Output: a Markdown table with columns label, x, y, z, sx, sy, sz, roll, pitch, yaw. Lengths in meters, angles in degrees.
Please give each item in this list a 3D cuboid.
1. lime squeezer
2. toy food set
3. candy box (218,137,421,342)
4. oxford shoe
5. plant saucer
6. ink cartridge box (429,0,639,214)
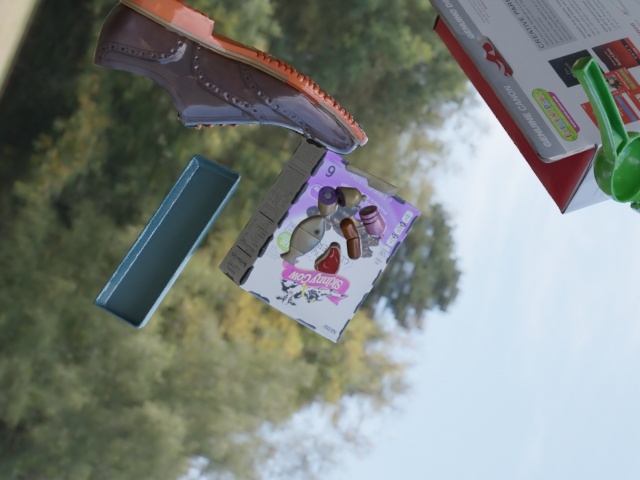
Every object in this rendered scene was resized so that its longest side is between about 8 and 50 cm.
| label | x | y | z | sx | sy | sz | roll | pitch | yaw |
| --- | --- | --- | --- | --- | --- | --- | --- | --- | --- |
| lime squeezer | 0.279 | -0.037 | 1.083 | 0.110 | 0.310 | 0.059 | -17 | -144 | 57 |
| toy food set | 0.021 | -0.011 | 1.352 | 0.122 | 0.078 | 0.019 | -59 | -168 | 26 |
| candy box | 0.000 | 0.000 | 1.717 | 0.196 | 0.165 | 0.070 | -57 | -147 | 1 |
| oxford shoe | -0.083 | -0.140 | 1.330 | 0.098 | 0.271 | 0.097 | -60 | -167 | 4 |
| plant saucer | -0.154 | 0.001 | 1.453 | 0.192 | 0.067 | 0.018 | -58 | 148 | -12 |
| ink cartridge box | 0.274 | -0.198 | 1.655 | 0.309 | 0.272 | 0.130 | 60 | -27 | 28 |
